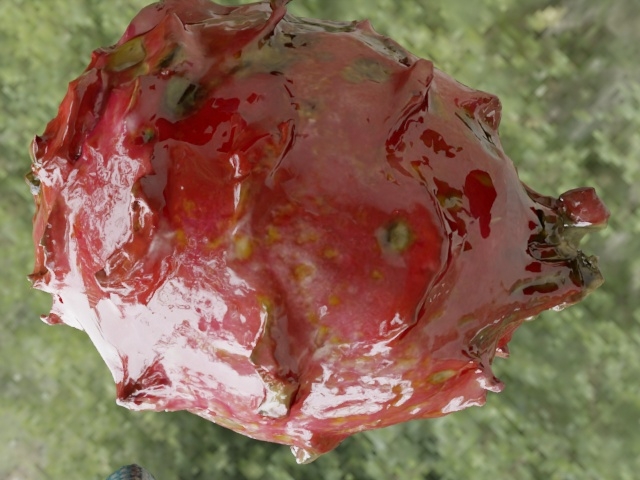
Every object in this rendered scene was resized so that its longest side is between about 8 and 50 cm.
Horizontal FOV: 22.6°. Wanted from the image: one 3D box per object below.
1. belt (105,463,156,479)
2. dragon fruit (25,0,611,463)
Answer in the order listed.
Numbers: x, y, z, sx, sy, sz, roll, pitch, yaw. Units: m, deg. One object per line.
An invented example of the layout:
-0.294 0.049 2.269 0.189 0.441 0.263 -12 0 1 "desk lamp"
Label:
-0.076 0.190 0.797 0.065 0.100 0.179 -95 -17 -57 "belt"
0.000 0.000 0.722 0.268 0.205 0.210 9 -137 -8 "dragon fruit"
